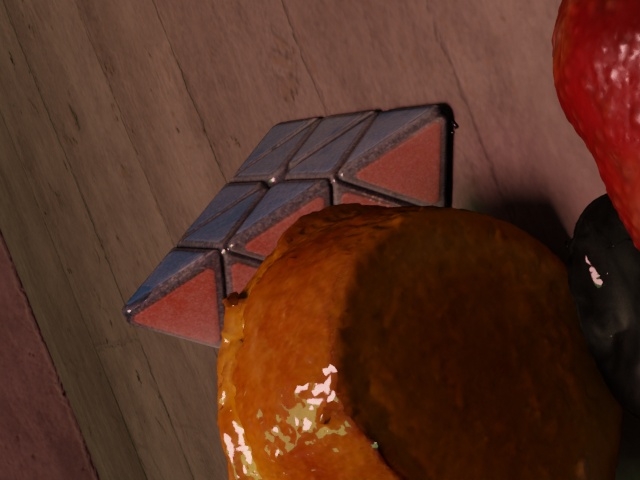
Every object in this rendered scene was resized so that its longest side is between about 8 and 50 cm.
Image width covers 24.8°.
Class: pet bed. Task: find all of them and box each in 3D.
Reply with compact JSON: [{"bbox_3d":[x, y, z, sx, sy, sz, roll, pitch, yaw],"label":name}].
[{"bbox_3d":[0.234,0.049,0.945,0.201,0.053,0.201,42,145,40],"label":"pet bed"}]

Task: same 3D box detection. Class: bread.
[{"bbox_3d":[0.077,0.114,1.042,0.172,0.312,0.312,-23,90,51],"label":"bread"}]

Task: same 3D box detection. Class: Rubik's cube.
[{"bbox_3d":[0.001,0.000,1.258,0.233,0.228,0.228,13,174,19],"label":"Rubik's cube"}]

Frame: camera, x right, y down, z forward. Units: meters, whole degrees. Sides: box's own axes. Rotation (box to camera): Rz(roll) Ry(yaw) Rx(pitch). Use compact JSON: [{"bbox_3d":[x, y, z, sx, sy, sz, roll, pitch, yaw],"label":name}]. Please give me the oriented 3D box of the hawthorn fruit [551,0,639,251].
[{"bbox_3d":[0.244,-0.074,0.627,0.266,0.230,0.210,-9,72,59],"label":"hawthorn fruit"}]
